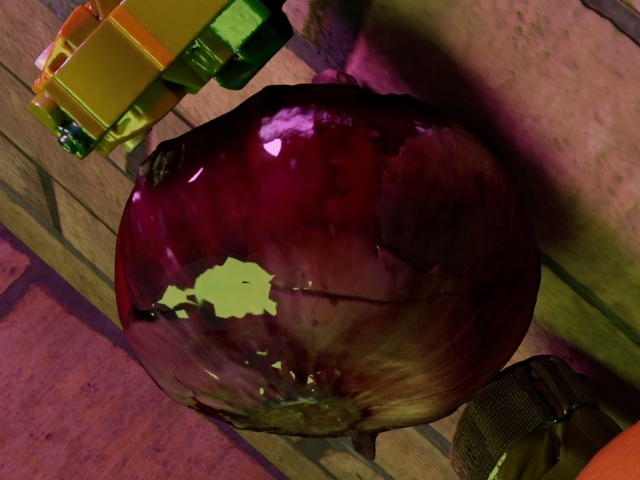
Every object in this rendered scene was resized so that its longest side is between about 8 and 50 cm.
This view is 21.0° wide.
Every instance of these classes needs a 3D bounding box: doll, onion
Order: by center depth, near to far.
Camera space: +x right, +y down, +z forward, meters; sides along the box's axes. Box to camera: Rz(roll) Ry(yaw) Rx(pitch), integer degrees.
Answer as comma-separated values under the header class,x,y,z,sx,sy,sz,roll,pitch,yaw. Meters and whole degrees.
class,x,y,z,sx,sy,sz,roll,pitch,yaw
doll,-0.074,-0.117,0.875,0.106,0.186,0.134,43,-165,-8
onion,0.000,0.000,0.978,0.252,0.219,0.252,-2,150,-1

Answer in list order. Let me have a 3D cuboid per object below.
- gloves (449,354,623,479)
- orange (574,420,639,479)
class,x,y,z,sx,sy,sz,roll,pitch,yaw
gloves,0.191,0.229,1.086,0.141,0.154,0.331,34,-156,-57
orange,0.218,0.191,0.899,0.236,0.236,0.236,39,166,12
